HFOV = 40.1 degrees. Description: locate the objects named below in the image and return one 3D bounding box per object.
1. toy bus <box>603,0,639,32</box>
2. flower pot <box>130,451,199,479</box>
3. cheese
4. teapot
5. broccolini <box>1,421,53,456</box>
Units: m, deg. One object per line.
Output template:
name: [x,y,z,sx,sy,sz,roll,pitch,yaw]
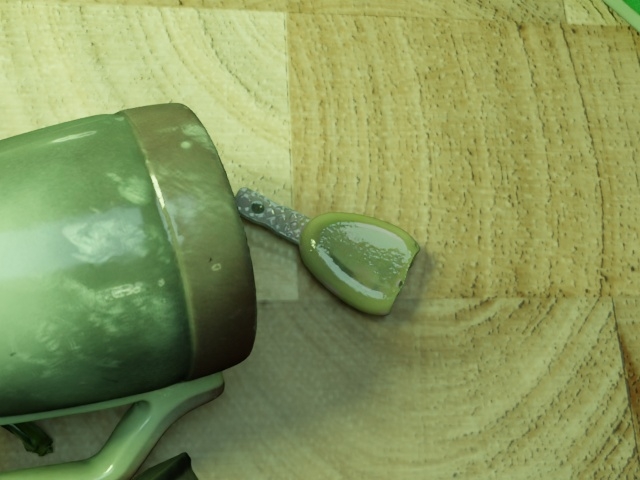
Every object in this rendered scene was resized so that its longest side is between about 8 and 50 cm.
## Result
toy bus: [0.377,-0.343,1.003,0.276,0.134,0.164,43,70,8]
flower pot: [-0.131,0.365,0.605,0.293,0.293,0.330,-32,86,-18]
cheese: [0.000,0.000,0.874,0.192,0.037,0.097,25,67,1]
teapot: [-0.229,0.069,0.712,0.312,0.233,0.315,-14,102,-20]
broccolini: [-0.313,0.118,0.771,0.201,0.058,0.074,35,76,6]
